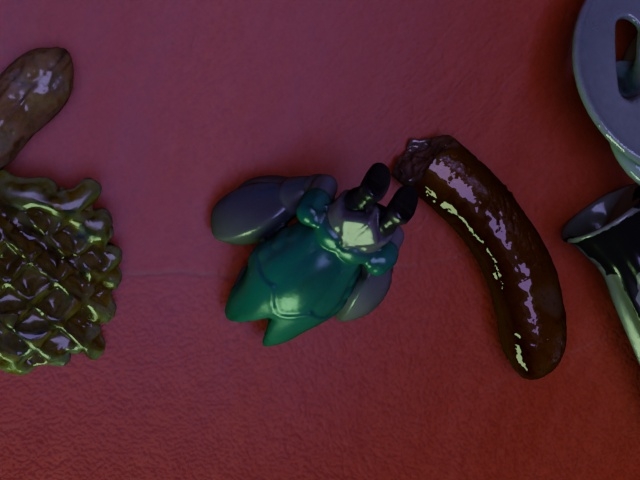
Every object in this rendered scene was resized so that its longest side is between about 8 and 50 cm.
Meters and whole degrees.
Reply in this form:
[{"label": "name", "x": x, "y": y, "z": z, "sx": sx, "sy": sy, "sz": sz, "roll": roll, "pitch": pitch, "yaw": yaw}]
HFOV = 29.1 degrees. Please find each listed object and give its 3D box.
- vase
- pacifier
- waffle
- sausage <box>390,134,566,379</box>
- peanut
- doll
[{"label": "vase", "x": 0.407, "y": 0.113, "z": 1.364, "sx": 0.165, "sy": 0.165, "sz": 0.360, "roll": -35, "pitch": 99, "yaw": -4}, {"label": "pacifier", "x": 0.437, "y": -0.179, "z": 1.257, "sx": 0.343, "sy": 0.269, "sz": 0.288, "roll": -2, "pitch": 82, "yaw": -8}, {"label": "waffle", "x": -0.302, "y": 0.038, "z": 1.244, "sx": 0.204, "sy": 0.054, "sz": 0.223, "roll": -1, "pitch": 113, "yaw": -15}, {"label": "sausage", "x": 0.190, "y": 0.013, "z": 1.340, "sx": 0.103, "sy": 0.076, "sz": 0.302, "roll": -32, "pitch": 102, "yaw": 3}, {"label": "peanut", "x": -0.311, "y": -0.125, "z": 1.221, "sx": 0.174, "sy": 0.080, "sz": 0.080, "roll": -44, "pitch": 104, "yaw": 0}, {"label": "doll", "x": 0.011, "y": 0.016, "z": 1.259, "sx": 0.258, "sy": 0.153, "sz": 0.195, "roll": -11, "pitch": 120, "yaw": 33}]
